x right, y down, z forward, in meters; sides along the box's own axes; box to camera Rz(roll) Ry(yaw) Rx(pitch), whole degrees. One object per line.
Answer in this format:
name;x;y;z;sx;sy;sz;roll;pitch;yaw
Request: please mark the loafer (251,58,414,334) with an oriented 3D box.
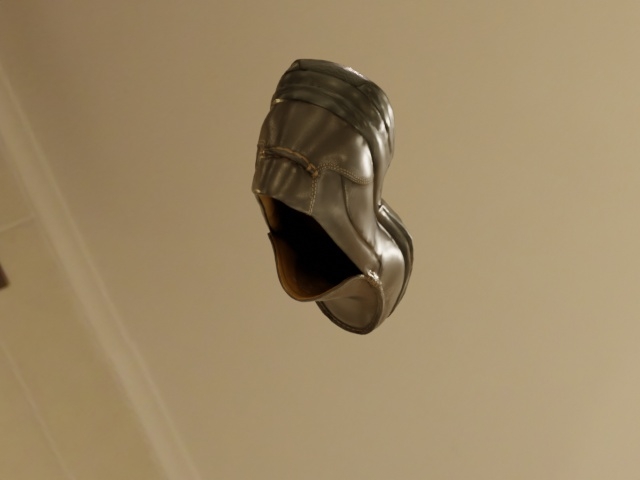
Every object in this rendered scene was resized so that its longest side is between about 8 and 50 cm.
loafer;0.000;0.000;0.423;0.062;0.061;0.170;18;-29;23
